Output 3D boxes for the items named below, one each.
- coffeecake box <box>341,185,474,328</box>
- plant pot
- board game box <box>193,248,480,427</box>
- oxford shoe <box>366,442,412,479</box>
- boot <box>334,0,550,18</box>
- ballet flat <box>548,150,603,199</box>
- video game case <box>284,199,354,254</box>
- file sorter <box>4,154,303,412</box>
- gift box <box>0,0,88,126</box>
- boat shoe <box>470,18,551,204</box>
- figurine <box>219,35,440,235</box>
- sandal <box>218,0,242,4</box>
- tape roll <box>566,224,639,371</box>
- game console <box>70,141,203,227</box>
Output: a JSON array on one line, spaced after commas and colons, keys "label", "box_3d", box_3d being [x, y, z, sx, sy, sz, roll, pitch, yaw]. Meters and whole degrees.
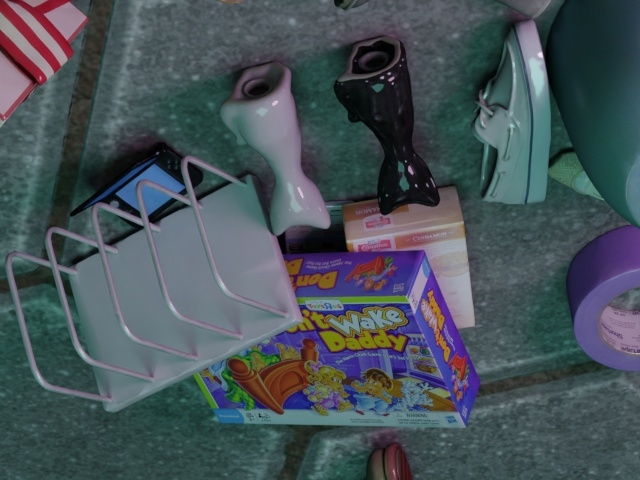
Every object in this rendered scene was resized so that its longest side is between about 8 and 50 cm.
[{"label": "coffeecake box", "box_3d": [0.109, 0.032, 2.047, 0.142, 0.068, 0.185, -9, 134, 2]}, {"label": "plant pot", "box_3d": [0.399, -0.138, 1.788, 0.293, 0.235, 0.293, -1, 133, -1]}, {"label": "board game box", "box_3d": [-0.005, 0.123, 2.050, 0.347, 0.078, 0.233, -2, 133, 28]}, {"label": "oxford shoe", "box_3d": [0.069, 0.418, 2.386, 0.130, 0.123, 0.348, 2, 133, 4]}, {"label": "boot", "box_3d": [0.141, -0.285, 1.764, 0.208, 0.076, 0.190, 18, 133, -26]}, {"label": "ballet flat", "box_3d": [0.352, -0.070, 1.975, 0.168, 0.052, 0.057, 6, 133, -7]}, {"label": "video game case", "box_3d": [0.000, 0.000, 2.061, 0.087, 0.011, 0.122, -3, 133, 0]}, {"label": "file sorter", "box_3d": [-0.202, 0.050, 1.937, 0.277, 0.193, 0.173, -27, 157, 21]}, {"label": "gift box", "box_3d": [-0.409, -0.207, 1.701, 0.255, 0.276, 0.258, 37, 127, -15]}, {"label": "boat shoe", "box_3d": [0.211, -0.134, 1.882, 0.084, 0.095, 0.258, -7, 132, -1]}, {"label": "figurine", "box_3d": [0.015, -0.103, 1.890, 0.214, 0.092, 0.209, -12, 125, 10]}, {"label": "sandal", "box_3d": [-0.177, -0.327, 1.721, 0.240, 0.088, 0.079, 39, 153, -24]}, {"label": "tape roll", "box_3d": [0.406, 0.072, 2.093, 0.189, 0.080, 0.189, -1, 133, -1]}, {"label": "game console", "box_3d": [-0.214, -0.053, 1.964, 0.122, 0.071, 0.107, -34, 125, 28]}]
